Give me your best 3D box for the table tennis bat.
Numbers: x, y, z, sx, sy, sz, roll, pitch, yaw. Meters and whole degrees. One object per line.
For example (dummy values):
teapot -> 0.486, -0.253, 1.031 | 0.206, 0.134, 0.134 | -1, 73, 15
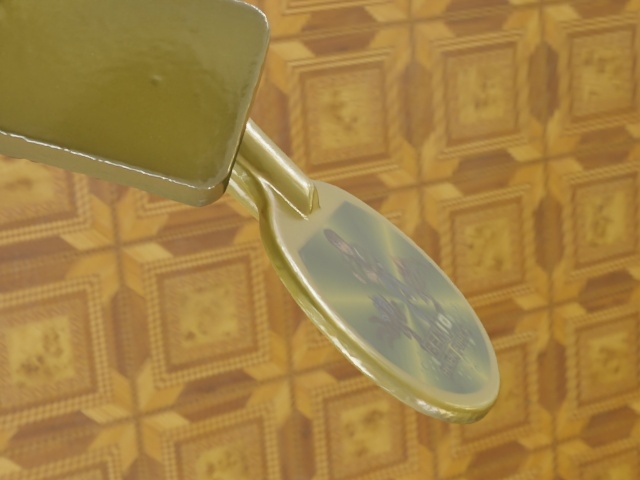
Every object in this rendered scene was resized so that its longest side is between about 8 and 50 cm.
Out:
table tennis bat -> 0.000, 0.000, 0.902 | 0.321, 0.198, 0.050 | 45, 113, 2

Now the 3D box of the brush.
brush -> -0.137, -0.101, 0.819 | 0.197, 0.059, 0.123 | 15, 71, 3
